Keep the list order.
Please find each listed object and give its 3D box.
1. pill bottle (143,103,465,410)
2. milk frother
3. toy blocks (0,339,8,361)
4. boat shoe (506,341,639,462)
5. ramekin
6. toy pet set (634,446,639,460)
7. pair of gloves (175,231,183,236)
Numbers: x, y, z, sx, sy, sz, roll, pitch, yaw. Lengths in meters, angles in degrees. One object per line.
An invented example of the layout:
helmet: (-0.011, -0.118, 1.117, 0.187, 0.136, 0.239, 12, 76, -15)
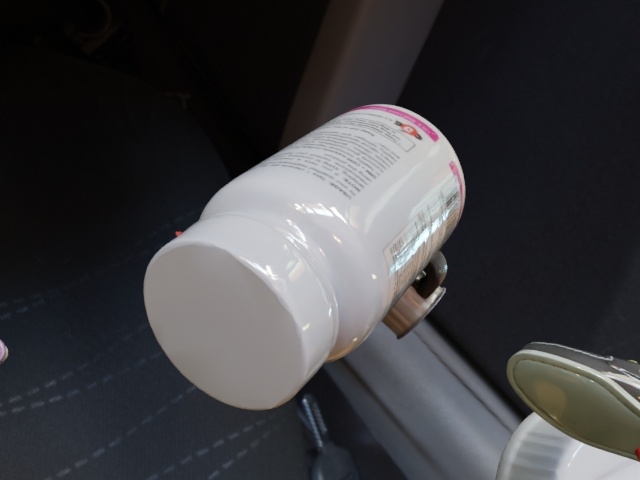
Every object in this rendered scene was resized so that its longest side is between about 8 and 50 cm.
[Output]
pill bottle: (0.000, 0.000, 0.564, 0.283, 0.160, 0.160, -41, 150, -50)
milk frother: (0.056, 0.053, 0.771, 0.143, 0.135, 0.129, -46, 176, -25)
toy blocks: (-0.692, 0.180, 1.076, 0.309, 0.289, 0.260, -51, 180, -16)
boat shoe: (0.281, 0.148, 0.608, 0.069, 0.228, 0.081, -44, 153, -44)
ramekin: (0.395, 0.359, 0.937, 0.277, 0.277, 0.135, -40, 179, -18)
toy pet set: (0.269, 0.243, 0.576, 0.114, 0.065, 0.122, 28, 126, -21)
pair of gloves: (-0.178, 0.072, 0.947, 0.023, 0.198, 0.159, -9, 101, -15)
